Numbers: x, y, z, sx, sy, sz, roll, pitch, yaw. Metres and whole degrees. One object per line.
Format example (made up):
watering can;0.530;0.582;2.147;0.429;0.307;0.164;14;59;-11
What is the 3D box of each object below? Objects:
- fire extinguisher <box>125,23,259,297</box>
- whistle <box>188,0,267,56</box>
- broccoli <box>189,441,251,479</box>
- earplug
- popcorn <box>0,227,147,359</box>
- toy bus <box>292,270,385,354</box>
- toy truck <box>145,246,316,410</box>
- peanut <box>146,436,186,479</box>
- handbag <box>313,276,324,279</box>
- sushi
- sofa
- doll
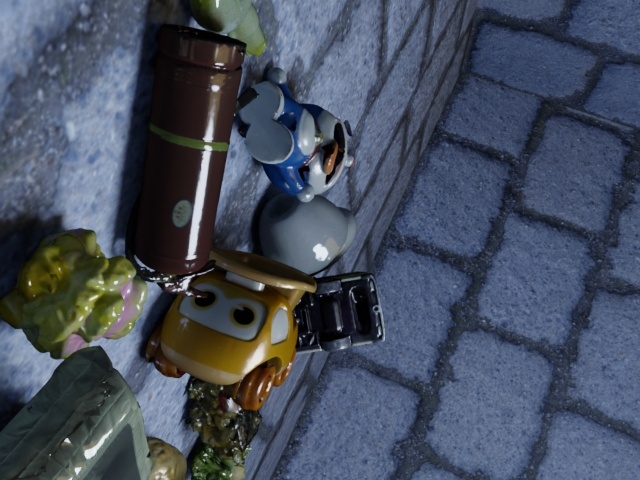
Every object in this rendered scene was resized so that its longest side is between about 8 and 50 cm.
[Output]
fire extinguisher;-0.156;-0.075;0.723;0.142;0.105;0.341;-3;118;-34
whistle;-0.101;-0.284;0.735;0.198;0.057;0.104;47;65;-75
broccoli;-0.236;0.521;1.400;0.146;0.138;0.162;10;91;-46
earplug;-0.030;-0.014;1.269;0.214;0.175;0.325;-36;174;4
popcorn;-0.245;0.057;0.596;0.125;0.126;0.145;-51;-167;-8
toy bus;-0.025;0.151;1.225;0.179;0.306;0.143;-26;106;-83
toy truck;-0.133;0.133;0.989;0.288;0.204;0.211;-3;113;-76
peanut;-0.294;0.411;1.038;0.236;0.110;0.120;103;-7;-62
handbag;-0.049;0.206;1.760;0.203;0.074;0.216;-63;167;-16
sushi;-0.210;0.342;1.224;0.115;0.147;0.212;-36;130;-56
sofa;-0.289;0.222;0.566;0.210;0.176;0.225;-56;162;-40
doll;-0.038;-0.168;0.986;0.257;0.161;0.215;12;75;-74
